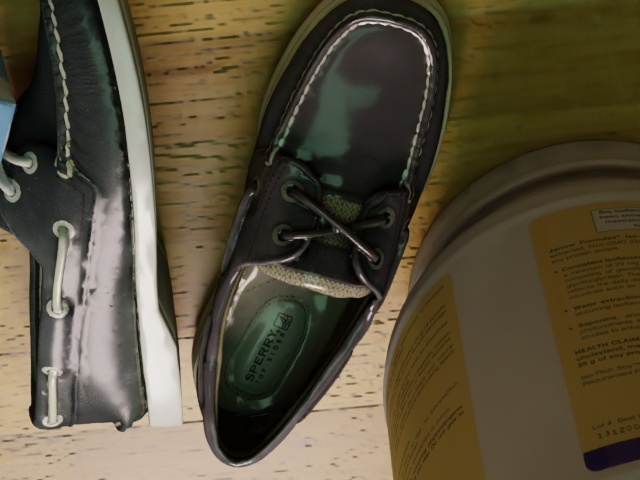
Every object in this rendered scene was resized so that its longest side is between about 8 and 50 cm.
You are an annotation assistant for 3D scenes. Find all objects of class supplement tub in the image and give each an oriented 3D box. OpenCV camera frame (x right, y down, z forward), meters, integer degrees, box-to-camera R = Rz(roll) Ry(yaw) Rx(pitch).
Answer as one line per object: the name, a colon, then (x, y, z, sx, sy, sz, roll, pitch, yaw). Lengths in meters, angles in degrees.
supplement tub: (0.155, 0.117, 0.946, 0.241, 0.331, 0.241, -1, 122, -1)

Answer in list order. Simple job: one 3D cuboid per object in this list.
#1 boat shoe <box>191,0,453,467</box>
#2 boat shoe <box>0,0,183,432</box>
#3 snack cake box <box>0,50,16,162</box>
boat shoe: (0.000, 0.000, 1.006, 0.103, 0.092, 0.285, 17, 120, -13)
boat shoe: (-0.128, -0.018, 0.978, 0.091, 0.114, 0.302, -7, 122, -5)
snack cake box: (-0.292, -0.040, 0.896, 0.264, 0.089, 0.152, 9, 115, -21)
